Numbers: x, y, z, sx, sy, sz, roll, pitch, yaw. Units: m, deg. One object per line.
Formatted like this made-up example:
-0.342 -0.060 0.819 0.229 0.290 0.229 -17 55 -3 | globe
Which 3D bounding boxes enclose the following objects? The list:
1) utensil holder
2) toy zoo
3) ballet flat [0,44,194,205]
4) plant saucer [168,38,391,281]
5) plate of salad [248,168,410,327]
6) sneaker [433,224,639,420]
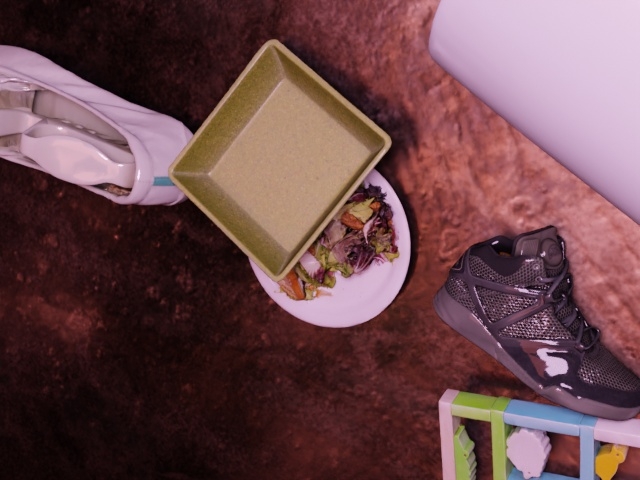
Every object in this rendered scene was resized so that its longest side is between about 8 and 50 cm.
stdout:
0.320 -0.144 0.816 0.385 0.327 0.327 39 116 9 | utensil holder
0.264 0.257 1.107 0.293 0.030 0.192 7 117 26 | toy zoo
-0.323 -0.134 1.276 0.400 0.139 0.139 21 111 22 | ballet flat
-0.039 -0.082 1.159 0.188 0.045 0.188 43 100 23 | plant saucer
0.000 0.000 1.190 0.200 0.048 0.199 6 104 26 | plate of salad
0.227 0.073 1.070 0.227 0.087 0.130 37 122 20 | sneaker
